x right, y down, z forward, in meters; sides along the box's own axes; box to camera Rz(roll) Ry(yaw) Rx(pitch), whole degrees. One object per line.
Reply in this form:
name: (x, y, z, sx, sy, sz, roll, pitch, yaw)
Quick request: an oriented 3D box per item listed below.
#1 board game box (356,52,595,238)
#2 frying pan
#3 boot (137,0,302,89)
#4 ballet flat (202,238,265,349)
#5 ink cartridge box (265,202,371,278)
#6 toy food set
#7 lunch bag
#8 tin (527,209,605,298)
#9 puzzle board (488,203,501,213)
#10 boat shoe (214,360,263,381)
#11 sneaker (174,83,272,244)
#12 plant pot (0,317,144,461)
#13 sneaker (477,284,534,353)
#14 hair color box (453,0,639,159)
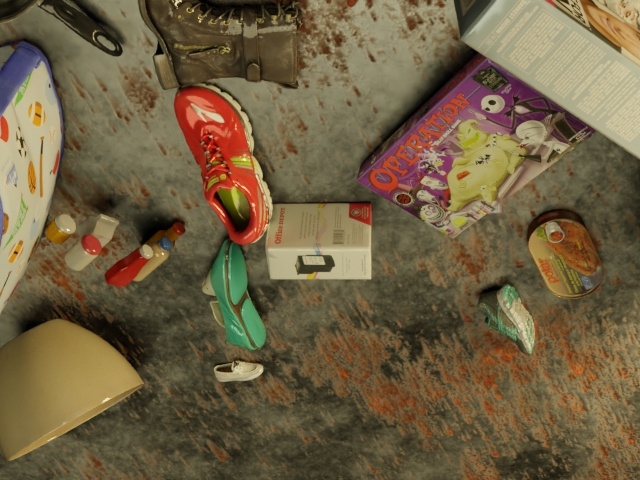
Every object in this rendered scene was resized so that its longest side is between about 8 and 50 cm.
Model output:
board game box: (0.235, -0.143, 1.516, 0.208, 0.056, 0.347, 33, 139, -13)
frying pan: (-0.425, -0.397, 1.393, 0.326, 0.053, 0.197, 7, 102, -36)
boot: (-0.142, -0.332, 1.430, 0.228, 0.091, 0.263, -5, 135, 3)
ballet flat: (-0.171, 0.104, 1.773, 0.087, 0.083, 0.247, 1, 128, 20)
ink cartridge box: (0.000, 0.000, 1.649, 0.175, 0.127, 0.072, 0, 130, 4)
toy food set: (-0.338, 0.002, 1.637, 0.104, 0.111, 0.232, -38, 141, 26)
lunch bag: (-0.539, -0.084, 1.488, 0.238, 0.328, 0.385, 21, 128, -11)
tin: (0.432, 0.026, 1.706, 0.106, 0.040, 0.190, -23, 124, 15)
puzzle board: (0.258, -0.094, 1.635, 0.096, 0.011, 0.128, -4, 127, 6)
boat shoe: (-0.165, 0.256, 1.920, 0.100, 0.035, 0.035, -8, 130, 17)
sneaker: (-0.155, -0.121, 1.552, 0.107, 0.118, 0.279, -20, 109, 18)
plant pot: (-0.503, 0.260, 1.820, 0.284, 0.284, 0.191, -32, 85, 25)
sneaker: (0.347, 0.149, 1.802, 0.076, 0.065, 0.166, -11, 125, 32)
hair color box: (0.371, -0.270, 1.380, 0.374, 0.185, 0.114, 29, 124, -19)
